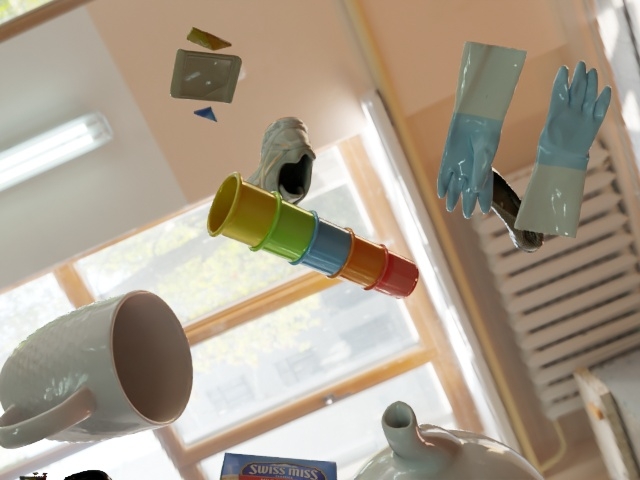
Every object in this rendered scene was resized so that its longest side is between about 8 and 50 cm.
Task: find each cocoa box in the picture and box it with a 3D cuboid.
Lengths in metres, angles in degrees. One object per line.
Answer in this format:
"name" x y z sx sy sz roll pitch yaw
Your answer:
"cocoa box" -0.095 0.612 1.425 0.228 0.232 0.347 -88 4 -65

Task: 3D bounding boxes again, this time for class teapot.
"teapot" 0.109 0.308 0.686 0.256 0.252 0.187 40 -166 17

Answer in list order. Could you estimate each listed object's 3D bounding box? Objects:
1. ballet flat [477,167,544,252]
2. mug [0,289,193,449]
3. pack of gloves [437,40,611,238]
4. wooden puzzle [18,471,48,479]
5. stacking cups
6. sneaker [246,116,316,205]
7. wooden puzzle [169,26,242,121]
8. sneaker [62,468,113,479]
"ballet flat" 0.368 -0.084 1.514 0.249 0.084 0.058 60 158 27
"mug" -0.484 0.289 1.490 0.276 0.328 0.374 68 -160 -13
"pack of gloves" 0.260 -0.125 0.969 0.046 0.195 0.232 -57 -23 -74
"wooden puzzle" -0.535 0.450 1.397 0.083 0.049 0.006 117 150 -43
"stacking cups" 0.000 0.000 1.073 0.316 0.096 0.096 20 -153 -26
"sneaker" -0.077 -0.083 1.346 0.121 0.099 0.262 -117 36 -46
"wooden puzzle" -0.130 -0.187 0.854 0.116 0.079 0.014 122 149 -42
"sneaker" -0.513 0.546 1.442 0.105 0.296 0.146 28 137 48
